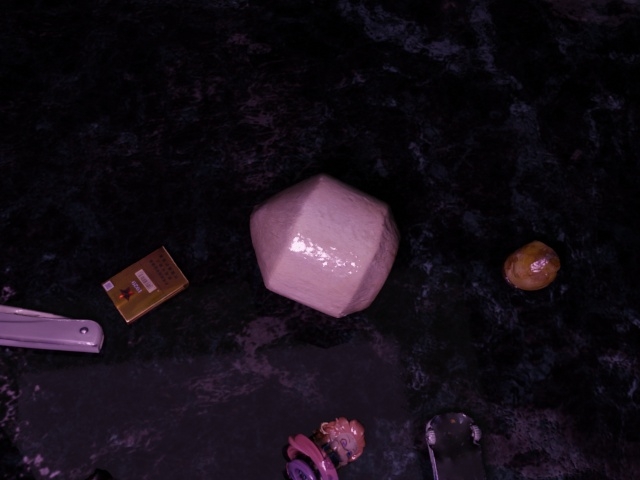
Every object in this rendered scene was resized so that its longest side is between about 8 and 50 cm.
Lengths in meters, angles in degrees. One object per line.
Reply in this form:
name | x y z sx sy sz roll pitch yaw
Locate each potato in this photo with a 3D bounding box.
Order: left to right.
potato | 0.406 0.048 1.366 0.066 0.103 0.096 -28 71 -21

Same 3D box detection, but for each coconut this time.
coconut | 0.000 0.000 1.260 0.266 0.237 0.237 21 65 -4

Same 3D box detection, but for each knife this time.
knife | -0.513 0.151 1.228 0.265 0.041 0.073 8 54 -4

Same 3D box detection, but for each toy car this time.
toy car | 0.236 0.399 1.211 0.095 0.056 0.205 -4 70 -9

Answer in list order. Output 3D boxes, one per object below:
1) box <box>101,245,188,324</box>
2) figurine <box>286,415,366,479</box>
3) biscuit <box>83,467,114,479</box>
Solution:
box | -0.320 0.081 1.295 0.133 0.023 0.090 -35 74 -20
figurine | 0.007 0.356 1.183 0.126 0.114 0.157 60 37 -14
biscuit | -0.334 0.477 1.089 0.151 0.063 0.235 -40 93 -18
